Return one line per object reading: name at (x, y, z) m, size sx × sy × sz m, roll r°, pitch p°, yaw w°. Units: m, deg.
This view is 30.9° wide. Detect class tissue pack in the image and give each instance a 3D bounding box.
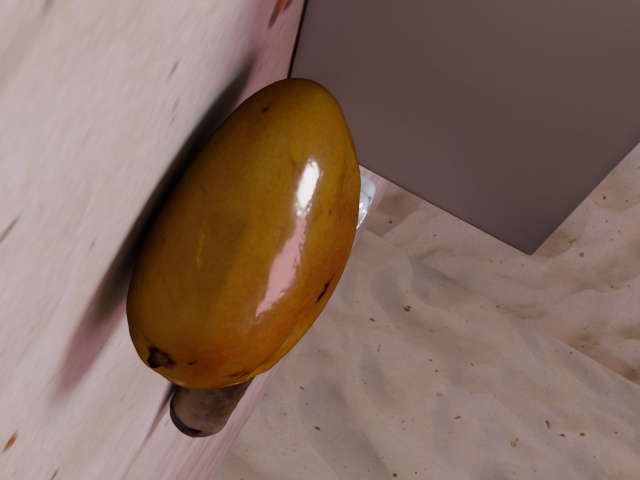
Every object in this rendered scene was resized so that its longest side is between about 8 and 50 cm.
tissue pack at (0.090, -0.119, 0.456) m, size 0.159 × 0.136 × 0.246 m, roll -59°, pitch 177°, yaw -21°

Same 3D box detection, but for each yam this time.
yam at (-0.039, 0.036, 0.666) m, size 0.046 × 0.046 × 0.264 m, roll -57°, pitch 177°, yaw -43°

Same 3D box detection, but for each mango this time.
mango at (-0.024, -0.002, 0.399) m, size 0.114 × 0.060 × 0.080 m, roll -58°, pitch 161°, yaw -4°

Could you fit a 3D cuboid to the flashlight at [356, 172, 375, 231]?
flashlight at (0.000, 0.000, 0.987) m, size 0.093 × 0.047 × 0.200 m, roll -59°, pitch 179°, yaw -16°
